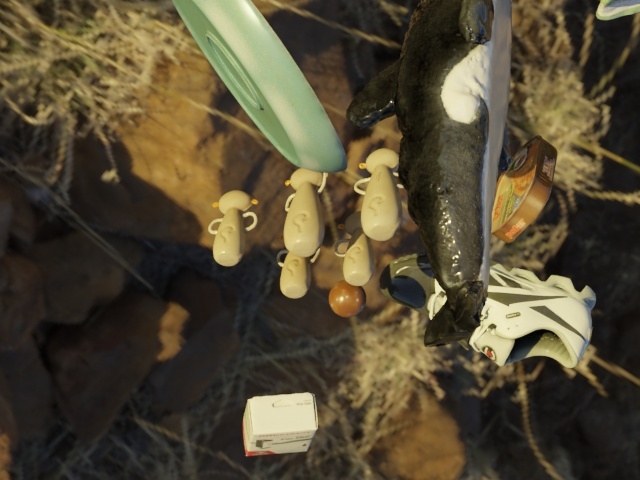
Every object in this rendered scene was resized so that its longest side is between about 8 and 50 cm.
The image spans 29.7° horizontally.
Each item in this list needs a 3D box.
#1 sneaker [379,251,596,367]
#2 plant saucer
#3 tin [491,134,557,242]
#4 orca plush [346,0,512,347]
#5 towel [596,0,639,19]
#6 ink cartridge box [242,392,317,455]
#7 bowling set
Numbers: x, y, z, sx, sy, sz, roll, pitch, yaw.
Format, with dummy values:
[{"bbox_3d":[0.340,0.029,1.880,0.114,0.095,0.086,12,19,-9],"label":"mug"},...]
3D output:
[{"bbox_3d":[0.245,0.111,1.809,0.122,0.330,0.146,91,11,-50],"label":"sneaker"},{"bbox_3d":[-0.081,-0.194,1.317,0.043,0.317,0.317,-37,139,-4],"label":"plant saucer"},{"bbox_3d":[0.275,-0.070,1.642,0.106,0.040,0.190,-45,-166,37],"label":"tin"},{"bbox_3d":[0.071,-0.070,0.823,0.151,0.102,0.287,38,53,-68],"label":"orca plush"},{"bbox_3d":[0.400,-0.308,1.450,0.113,0.023,0.152,-17,171,-2],"label":"towel"},{"bbox_3d":[-0.062,0.275,1.792,0.099,0.056,0.135,-4,157,-9],"label":"ink cartridge box"},{"bbox_3d":[0.000,0.000,1.698,0.287,0.154,0.200,-7,136,12],"label":"bowling set"}]
